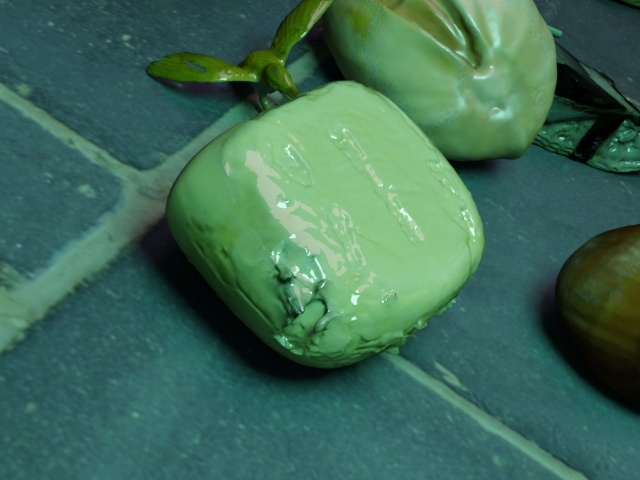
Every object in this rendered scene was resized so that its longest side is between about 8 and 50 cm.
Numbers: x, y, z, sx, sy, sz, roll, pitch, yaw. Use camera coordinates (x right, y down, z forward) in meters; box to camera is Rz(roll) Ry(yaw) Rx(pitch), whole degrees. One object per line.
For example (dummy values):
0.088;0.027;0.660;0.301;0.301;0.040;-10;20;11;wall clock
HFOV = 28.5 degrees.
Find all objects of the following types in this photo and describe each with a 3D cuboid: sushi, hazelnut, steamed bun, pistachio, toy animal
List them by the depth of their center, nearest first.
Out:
0.000;0.000;1.069;0.232;0.166;0.273;50;43;7;steamed bun
0.326;0.069;1.216;0.214;0.176;0.214;30;-2;1;hazelnut
-0.045;-0.166;1.290;0.219;0.095;0.155;-31;60;-10;toy animal
0.134;-0.216;1.409;0.229;0.230;0.309;-5;44;-40;pistachio
0.330;-0.149;1.565;0.272;0.109;0.134;22;28;-37;sushi

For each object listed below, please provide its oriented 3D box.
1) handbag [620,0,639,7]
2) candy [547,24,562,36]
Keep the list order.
0.488;-0.533;2.023;0.263;0.241;0.222;15;35;-19;handbag
0.237;-0.325;1.746;0.287;0.078;0.084;14;34;-35;candy
